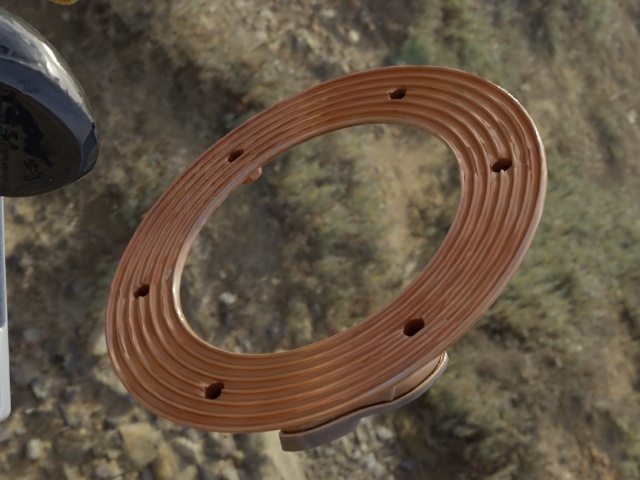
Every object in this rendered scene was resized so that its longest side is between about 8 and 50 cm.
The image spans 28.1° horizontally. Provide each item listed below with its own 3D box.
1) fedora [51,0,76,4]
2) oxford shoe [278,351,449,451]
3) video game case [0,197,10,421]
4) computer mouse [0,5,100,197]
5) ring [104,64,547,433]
[{"bbox_3d":[-0.330,-0.352,1.573,0.194,0.194,0.079,41,66,-24],"label":"fedora"},{"bbox_3d":[0.042,0.127,1.216,0.212,0.076,0.076,-21,96,-40],"label":"oxford shoe"},{"bbox_3d":[-0.411,-0.008,1.063,0.036,0.329,0.300,-24,116,-71],"label":"video game case"},{"bbox_3d":[-0.247,-0.105,0.693,0.272,0.188,0.072,17,53,-10],"label":"computer mouse"},{"bbox_3d":[0.000,0.000,0.894,0.032,0.337,0.336,56,36,-38],"label":"ring"}]
